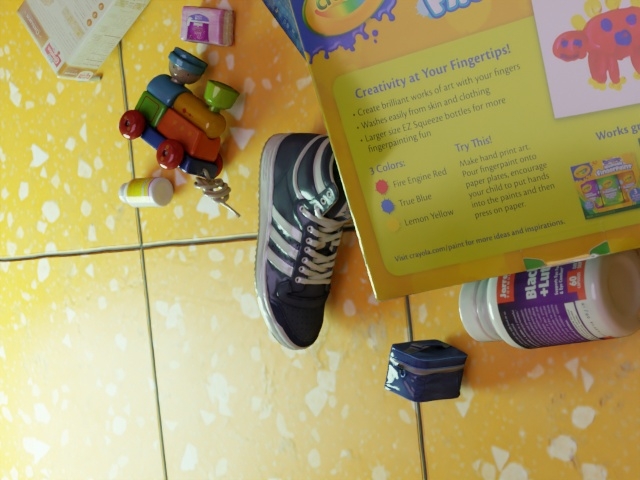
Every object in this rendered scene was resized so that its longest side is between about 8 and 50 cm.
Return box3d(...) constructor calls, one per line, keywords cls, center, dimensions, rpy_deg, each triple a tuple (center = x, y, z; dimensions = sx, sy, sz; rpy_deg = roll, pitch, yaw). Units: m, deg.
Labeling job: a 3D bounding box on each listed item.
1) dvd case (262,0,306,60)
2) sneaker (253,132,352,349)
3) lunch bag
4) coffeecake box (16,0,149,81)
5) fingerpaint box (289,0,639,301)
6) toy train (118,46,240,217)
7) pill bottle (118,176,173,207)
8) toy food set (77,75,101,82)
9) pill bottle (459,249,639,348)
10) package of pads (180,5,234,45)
box3d(cls="dvd case", center=(-0.009, -0.360, 1.743), dimensions=(0.180, 0.022, 0.253), rpy_deg=(57, 144, 38))
box3d(cls="sneaker", center=(0.000, 0.000, 1.789), dimensions=(0.153, 0.099, 0.282), rpy_deg=(-2, 91, 45))
box3d(cls="lunch bag", center=(0.124, 0.151, 1.692), dimensions=(0.067, 0.098, 0.065), rpy_deg=(21, 106, 45))
box3d(cls="coffeecake box", center=(-0.345, -0.349, 2.070), dimensions=(0.185, 0.068, 0.142), rpy_deg=(-47, 64, 26))
box3d(cls="fingerpaint box", center=(0.228, -0.168, 1.430), dimensions=(0.444, 0.163, 0.371), rpy_deg=(-14, 96, 31))
box3d(cls="toy train", center=(-0.152, -0.152, 1.920), dimensions=(0.248, 0.105, 0.143), rpy_deg=(37, 105, 34))
box3d(cls="pill bottle", center=(-0.255, -0.070, 2.052), dimensions=(0.083, 0.043, 0.043), rpy_deg=(1, 95, 42))
box3d(cls="toy food set", center=(-0.359, -0.302, 2.137), dimensions=(0.078, 0.019, 0.122), rpy_deg=(2, 96, 43))
box3d(cls="pill bottle", center=(0.252, 0.063, 1.556), dimensions=(0.193, 0.108, 0.108), rpy_deg=(-13, 86, 42))
box3d(cls="package of pads", center=(-0.155, -0.295, 1.941), dimensions=(0.083, 0.032, 0.050), rpy_deg=(13, 102, 41))
